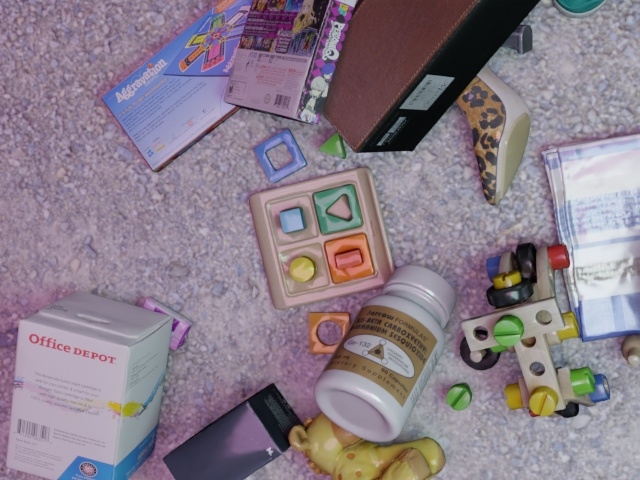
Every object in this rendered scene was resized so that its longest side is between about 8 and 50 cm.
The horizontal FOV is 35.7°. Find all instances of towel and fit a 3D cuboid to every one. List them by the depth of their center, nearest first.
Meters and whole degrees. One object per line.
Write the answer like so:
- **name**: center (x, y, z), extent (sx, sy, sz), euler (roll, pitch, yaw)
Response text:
- **towel**: center (0.437, -0.010, 1.391), extent (0.209, 0.034, 0.284), euler (-10, 92, 9)

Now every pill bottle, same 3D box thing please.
- **pill bottle**: center (0.097, 0.149, 1.365), extent (0.131, 0.131, 0.229), euler (28, 57, 9)

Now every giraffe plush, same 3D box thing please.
- **giraffe plush**: center (0.051, 0.307, 1.415), extent (0.210, 0.181, 0.170), euler (-35, 74, -3)

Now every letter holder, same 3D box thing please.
- **letter holder**: center (0.111, -0.297, 1.323), extent (0.214, 0.152, 0.302), euler (51, 120, 19)

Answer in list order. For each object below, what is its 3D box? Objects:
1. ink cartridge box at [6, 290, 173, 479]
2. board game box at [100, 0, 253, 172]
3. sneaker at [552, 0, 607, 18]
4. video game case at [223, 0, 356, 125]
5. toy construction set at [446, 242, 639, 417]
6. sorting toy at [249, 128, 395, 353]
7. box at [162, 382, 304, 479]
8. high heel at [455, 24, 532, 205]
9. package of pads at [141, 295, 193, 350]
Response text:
- **ink cartridge box**: center (-0.337, 0.218, 1.462), extent (0.171, 0.168, 0.232), euler (13, 105, 11)
- **board game box**: center (-0.183, -0.244, 1.503), extent (0.281, 0.027, 0.145), euler (-36, 87, 10)
- **sneaker**: center (0.396, -0.446, 1.306), extent (0.124, 0.178, 0.295), euler (27, 97, 9)
- **video game case**: center (-0.043, -0.274, 1.361), extent (0.042, 0.232, 0.210), euler (15, 94, -32)
- **toy construction set**: center (0.317, 0.145, 1.287), extent (0.309, 0.237, 0.257), euler (10, 100, 18)
- **sorting toy**: center (0.000, 0.000, 1.467), extent (0.196, 0.047, 0.347), euler (-14, 90, 11)
- **box**: center (-0.122, 0.296, 1.446), extent (0.156, 0.158, 0.093), euler (-35, 86, 10)
- **high heel**: center (0.202, -0.188, 1.422), extent (0.186, 0.093, 0.261), euler (14, 109, 33)
- **package of pads**: center (-0.242, 0.127, 1.526), extent (0.083, 0.032, 0.050), euler (30, 101, 9)
